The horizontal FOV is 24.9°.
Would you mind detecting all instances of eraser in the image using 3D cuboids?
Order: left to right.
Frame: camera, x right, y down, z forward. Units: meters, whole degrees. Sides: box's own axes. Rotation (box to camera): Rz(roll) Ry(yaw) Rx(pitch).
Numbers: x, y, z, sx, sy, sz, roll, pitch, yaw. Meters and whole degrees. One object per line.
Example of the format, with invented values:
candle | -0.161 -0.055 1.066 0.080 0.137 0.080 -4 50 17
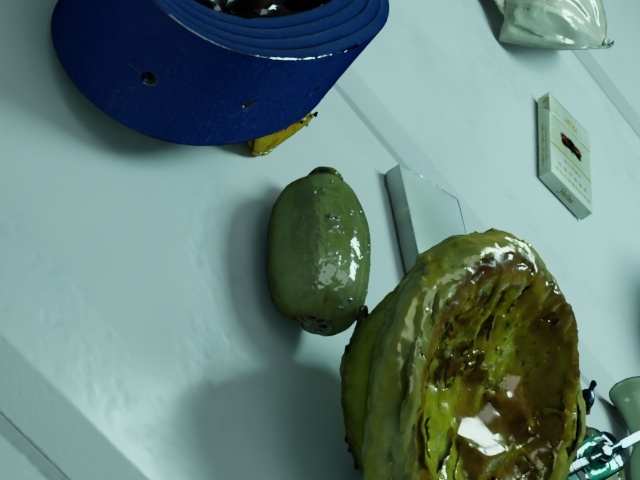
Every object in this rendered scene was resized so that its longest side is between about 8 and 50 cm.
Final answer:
eraser | 0.115 0.004 1.467 0.104 0.023 0.150 28 41 -42

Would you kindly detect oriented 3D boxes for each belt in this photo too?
belt | -0.081 -0.198 1.235 0.212 0.117 0.347 46 32 8

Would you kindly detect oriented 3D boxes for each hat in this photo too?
hat | 0.305 -0.361 1.977 0.219 0.164 0.226 -20 101 -61

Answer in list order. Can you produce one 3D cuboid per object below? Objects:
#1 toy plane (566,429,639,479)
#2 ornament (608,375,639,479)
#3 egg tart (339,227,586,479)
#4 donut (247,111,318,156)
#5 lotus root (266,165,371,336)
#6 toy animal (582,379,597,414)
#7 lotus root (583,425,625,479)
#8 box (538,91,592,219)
toy plane | 0.233 0.224 1.375 0.235 0.096 0.060 -17 74 -41
ornament | 0.367 0.228 1.584 0.075 0.081 0.156 32 35 -33
egg tart | 0.109 0.132 1.199 0.290 0.115 0.290 -4 95 -47
donut | -0.041 -0.112 1.303 0.083 0.067 0.038 -37 74 -23
lotus root | 0.001 -0.001 1.244 0.090 0.077 0.183 40 36 -30
toy animal | 0.205 0.165 1.375 0.041 0.075 0.217 39 -11 -2
lotus root | 0.281 0.227 1.485 0.054 0.049 0.099 26 37 -41
box | 0.314 -0.110 1.868 0.090 0.024 0.167 42 35 -26
